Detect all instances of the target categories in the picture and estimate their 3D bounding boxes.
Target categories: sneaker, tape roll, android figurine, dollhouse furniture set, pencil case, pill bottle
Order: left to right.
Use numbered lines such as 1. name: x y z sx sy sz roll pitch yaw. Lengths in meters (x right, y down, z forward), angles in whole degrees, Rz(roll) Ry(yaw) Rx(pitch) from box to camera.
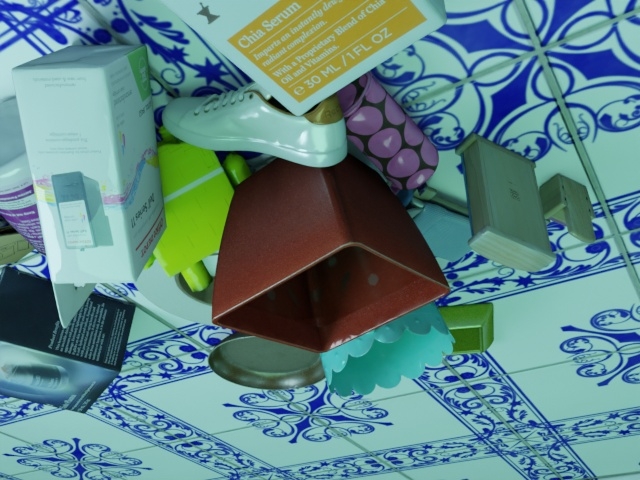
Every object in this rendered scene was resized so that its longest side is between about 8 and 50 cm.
1. pill bottle: -0.426 -0.071 1.111 0.169 0.169 0.302 -7 143 11
2. android figurine: -0.221 -0.054 1.123 0.248 0.056 0.273 -31 114 -7
3. tape roll: -0.182 0.055 1.360 0.391 0.072 0.392 1 145 1
4. sneaker: -0.098 -0.194 0.967 0.289 0.106 0.123 11 130 18
5. pencil case: 0.093 -0.158 1.027 0.098 0.095 0.209 -38 128 16
6. dollhouse furniture set: 0.265 0.016 1.178 0.286 0.198 0.303 20 141 -23

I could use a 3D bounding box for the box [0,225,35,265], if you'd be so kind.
1. box: -0.592 0.013 1.278 0.201 0.021 0.164 -26 176 33

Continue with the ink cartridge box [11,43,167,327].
1. ink cartridge box: -0.298 -0.076 0.942 0.119 0.207 0.354 -1 113 1

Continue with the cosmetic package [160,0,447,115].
1. cosmetic package: -0.088 -0.357 0.706 0.230 0.162 0.453 -27 135 33

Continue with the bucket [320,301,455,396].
1. bucket: 0.111 0.172 1.358 0.281 0.183 0.281 -15 150 -9

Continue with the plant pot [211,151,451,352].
1. plant pot: 0.000 0.000 1.065 0.267 0.236 0.267 -31 145 28

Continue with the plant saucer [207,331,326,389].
1. plant saucer: -0.124 0.293 1.707 0.310 0.050 0.311 2 144 1

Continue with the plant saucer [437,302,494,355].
1. plant saucer: 0.309 0.217 1.585 0.188 0.045 0.188 -6 144 11

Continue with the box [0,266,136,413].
1. box: -0.619 0.240 1.544 0.293 0.183 0.296 21 140 -23
